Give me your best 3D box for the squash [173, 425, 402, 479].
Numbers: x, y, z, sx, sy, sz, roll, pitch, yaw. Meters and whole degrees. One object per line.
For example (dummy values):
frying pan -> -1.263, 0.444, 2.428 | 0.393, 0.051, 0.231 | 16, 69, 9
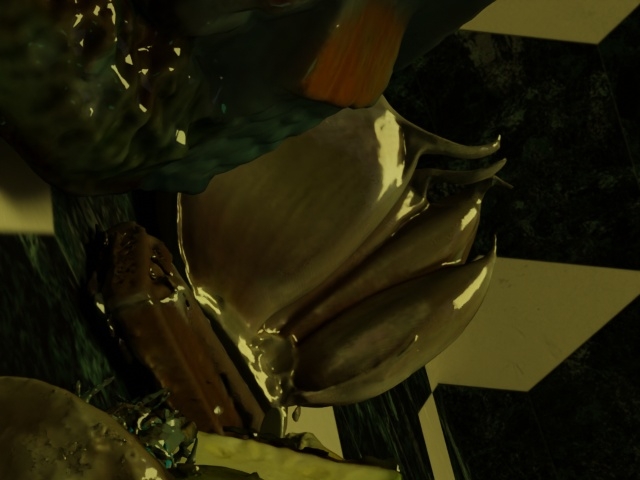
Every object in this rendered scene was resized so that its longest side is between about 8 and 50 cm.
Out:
squash -> -0.058, 0.241, 0.891 | 0.093, 0.169, 0.252 | -87, -169, -63

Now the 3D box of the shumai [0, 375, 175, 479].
shumai -> -0.097, 0.156, 0.430 | 0.153, 0.161, 0.209 | -44, 141, -58

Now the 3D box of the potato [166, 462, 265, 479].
potato -> -0.036, 0.212, 0.682 | 0.298, 0.141, 0.176 | 76, 16, -48

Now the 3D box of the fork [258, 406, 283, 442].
fork -> -0.020, 0.212, 0.974 | 0.034, 0.028, 0.219 | 14, -67, 55

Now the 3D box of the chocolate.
chocolate -> -0.062, 0.124, 0.981 | 0.102, 0.065, 0.329 | -98, 165, -53

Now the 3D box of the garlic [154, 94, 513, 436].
garlic -> 0.000, 0.000, 1.115 | 0.237, 0.292, 0.210 | 31, -21, 27

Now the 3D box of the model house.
model house -> -0.025, -0.243, 0.834 | 0.297, 0.339, 0.360 | 11, 59, -65

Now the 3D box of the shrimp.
shrimp -> -0.112, 0.110, 0.723 | 0.082, 0.076, 0.174 | 31, 9, 7

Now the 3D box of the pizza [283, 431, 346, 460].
pizza -> 0.013, 0.248, 1.162 | 0.204, 0.081, 0.188 | -42, 113, -80
